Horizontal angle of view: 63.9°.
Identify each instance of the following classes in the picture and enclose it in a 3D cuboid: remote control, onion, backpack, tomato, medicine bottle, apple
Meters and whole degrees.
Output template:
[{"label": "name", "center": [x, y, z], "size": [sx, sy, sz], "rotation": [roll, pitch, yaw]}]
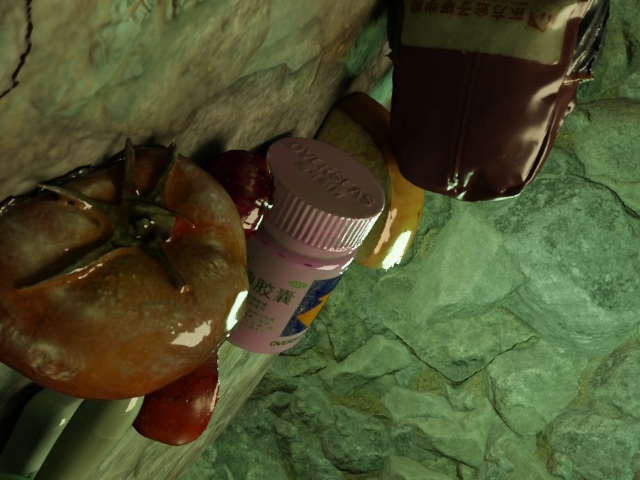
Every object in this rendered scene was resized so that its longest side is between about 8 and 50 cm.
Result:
[{"label": "remote control", "center": [-0.327, 0.263, 0.604], "size": [0.296, 0.056, 0.140], "rotation": [-56, 172, 20]}, {"label": "onion", "center": [-0.095, -0.045, 0.534], "size": [0.107, 0.097, 0.107], "rotation": [-40, -143, 39]}, {"label": "backpack", "center": [0.230, -0.214, 0.739], "size": [0.197, 0.284, 0.316], "rotation": [-32, 132, -58]}, {"label": "tomato", "center": [-0.214, 0.173, 0.672], "size": [0.099, 0.189, 0.173], "rotation": [6, 113, -40]}, {"label": "tomato", "center": [-0.141, 0.038, 0.414], "size": [0.214, 0.155, 0.180], "rotation": [-48, 174, -46]}, {"label": "medicine bottle", "center": [-0.047, 0.014, 0.742], "size": [0.178, 0.178, 0.290], "rotation": [-44, 168, -53]}, {"label": "apple", "center": [0.075, -0.106, 0.970], "size": [0.253, 0.313, 0.309], "rotation": [-10, -173, 26]}]

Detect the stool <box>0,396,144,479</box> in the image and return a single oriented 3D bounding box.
[{"label": "stool", "center": [-0.237, 0.229, 0.403], "size": [0.195, 0.195, 0.198], "rotation": [17, 119, -48]}]
